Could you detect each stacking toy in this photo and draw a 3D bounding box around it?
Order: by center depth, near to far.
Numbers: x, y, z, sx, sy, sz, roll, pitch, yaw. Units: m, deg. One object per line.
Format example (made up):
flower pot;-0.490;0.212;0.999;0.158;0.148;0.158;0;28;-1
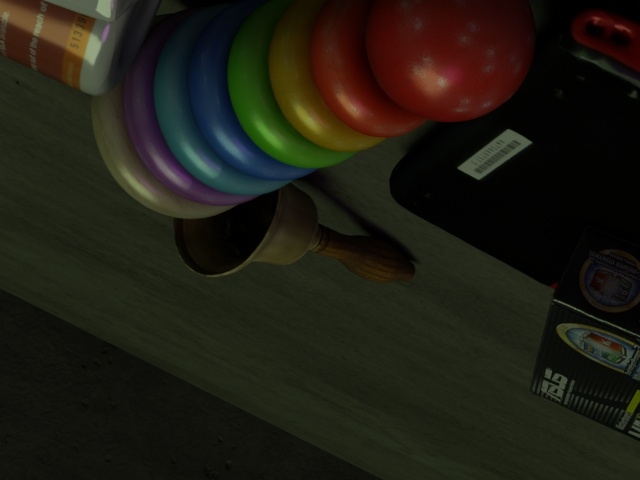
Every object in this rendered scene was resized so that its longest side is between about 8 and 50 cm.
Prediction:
stacking toy;-0.005;-0.101;0.845;0.141;0.141;0.330;32;156;-28

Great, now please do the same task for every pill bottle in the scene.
pill bottle;-0.202;-0.181;0.843;0.216;0.121;0.121;24;165;-2

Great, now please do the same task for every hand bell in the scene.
hand bell;0.000;0.000;1.252;0.126;0.126;0.242;9;171;44

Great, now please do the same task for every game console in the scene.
game console;0.241;-0.010;0.914;0.342;0.060;0.386;29;165;-5

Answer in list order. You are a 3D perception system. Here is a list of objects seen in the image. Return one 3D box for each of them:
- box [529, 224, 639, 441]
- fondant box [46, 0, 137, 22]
box;0.264;0.098;1.007;0.216;0.060;0.270;23;165;12
fondant box;-0.178;-0.235;0.440;0.330;0.096;0.238;21;128;12
